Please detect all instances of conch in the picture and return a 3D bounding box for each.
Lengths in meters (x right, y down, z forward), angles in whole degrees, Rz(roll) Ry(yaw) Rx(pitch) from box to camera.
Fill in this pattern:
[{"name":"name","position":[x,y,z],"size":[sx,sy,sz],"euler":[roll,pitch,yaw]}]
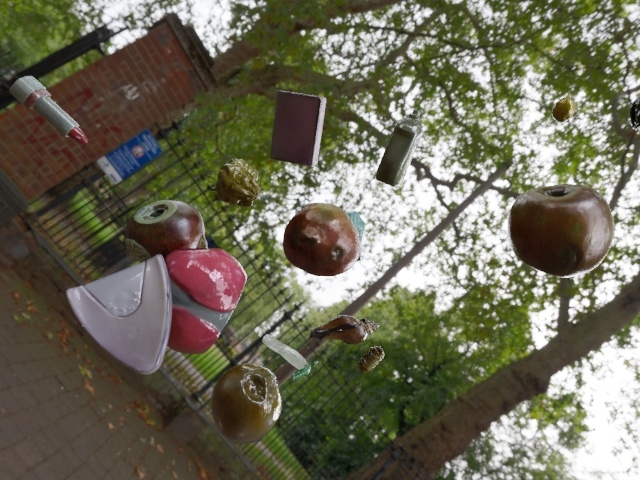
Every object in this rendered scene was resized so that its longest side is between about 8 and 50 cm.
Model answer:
[{"name":"conch","position":[0.084,0.274,1.419],"size":[0.232,0.086,0.080],"euler":[15,-11,-35]}]

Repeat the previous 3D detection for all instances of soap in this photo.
[{"name":"soap","position":[-0.086,-0.422,1.751],"size":[0.181,0.081,0.259],"euler":[12,-70,14]}]

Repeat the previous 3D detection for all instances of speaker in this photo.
[{"name":"speaker","position":[-0.335,0.163,1.249],"size":[0.294,0.294,0.294],"euler":[44,-19,20]}]

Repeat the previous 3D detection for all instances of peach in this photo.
[{"name":"peach","position":[0.000,0.000,1.364],"size":[0.232,0.232,0.256],"euler":[50,16,3]}]

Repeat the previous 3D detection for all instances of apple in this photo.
[{"name":"apple","position":[0.548,-0.018,1.061],"size":[0.237,0.237,0.208],"euler":[18,-60,59]}]

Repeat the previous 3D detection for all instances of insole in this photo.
[{"name":"insole","position":[-0.112,0.378,1.550],"size":[0.192,0.063,0.010],"euler":[36,-55,0]}]

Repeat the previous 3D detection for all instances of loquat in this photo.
[{"name":"loquat","position":[-0.183,0.404,1.146],"size":[0.179,0.179,0.227],"euler":[45,-39,17]}]

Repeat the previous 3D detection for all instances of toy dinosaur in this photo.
[{"name":"toy dinosaur","position":[-0.033,0.306,1.084],"size":[0.021,0.062,0.083],"euler":[59,2,0]}]

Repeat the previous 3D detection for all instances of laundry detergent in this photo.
[{"name":"laundry detergent","position":[0.266,-0.300,1.511],"size":[0.091,0.253,0.181],"euler":[23,8,16]}]

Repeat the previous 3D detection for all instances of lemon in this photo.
[{"name":"lemon","position":[0.739,-0.400,1.404],"size":[0.065,0.092,0.065],"euler":[20,-4,2]}]

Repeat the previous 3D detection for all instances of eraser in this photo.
[{"name":"eraser","position":[-0.389,0.167,0.958],"size":[0.243,0.204,0.059],"euler":[61,-19,22]}]

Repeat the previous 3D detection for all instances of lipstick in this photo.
[{"name":"lipstick","position":[-0.624,-0.293,1.084],"size":[0.186,0.057,0.063],"euler":[46,21,-14]}]

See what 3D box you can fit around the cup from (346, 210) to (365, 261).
[{"name":"cup","position":[0.114,-0.008,1.852],"size":[0.134,0.236,0.148],"euler":[18,-61,-9]}]

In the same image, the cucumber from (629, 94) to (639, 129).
[{"name":"cucumber","position":[0.957,-0.396,1.164],"size":[0.105,0.325,0.145],"euler":[14,60,-56]}]

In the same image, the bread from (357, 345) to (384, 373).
[{"name":"bread","position":[0.135,0.324,1.264],"size":[0.049,0.088,0.034],"euler":[24,-31,59]}]

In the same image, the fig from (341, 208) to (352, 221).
[{"name":"fig","position":[0.018,-0.039,1.624],"size":[0.205,0.205,0.205],"euler":[44,-19,20]}]

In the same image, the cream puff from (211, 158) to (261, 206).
[{"name":"cream puff","position":[-0.252,-0.177,1.461],"size":[0.156,0.156,0.121],"euler":[52,-14,-3]}]

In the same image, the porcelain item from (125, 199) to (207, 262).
[{"name":"porcelain item","position":[-0.465,0.003,1.423],"size":[0.253,0.253,0.253],"euler":[44,-19,20]}]
